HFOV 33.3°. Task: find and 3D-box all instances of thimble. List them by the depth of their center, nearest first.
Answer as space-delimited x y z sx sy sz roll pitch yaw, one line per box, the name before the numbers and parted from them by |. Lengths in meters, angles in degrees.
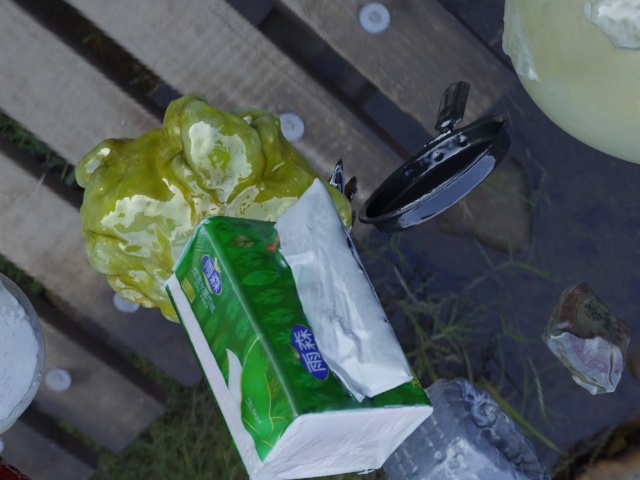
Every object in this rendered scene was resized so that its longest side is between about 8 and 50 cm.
thimble | 0.203 0.327 1.553 0.172 0.236 0.205 -44 144 14

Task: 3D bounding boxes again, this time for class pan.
pan | 0.101 -0.074 0.859 0.136 0.235 0.028 -30 108 28

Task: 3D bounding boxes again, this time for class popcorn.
popcorn | -0.158 -0.030 1.422 0.334 0.292 0.293 -34 72 21

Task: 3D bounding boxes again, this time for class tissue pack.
tissue pack | -0.011 0.071 0.890 0.148 0.209 0.156 2 137 -38

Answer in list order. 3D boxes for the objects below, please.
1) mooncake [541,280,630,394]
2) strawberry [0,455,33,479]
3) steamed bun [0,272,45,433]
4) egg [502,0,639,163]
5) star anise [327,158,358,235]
mooncake | 0.379 0.136 1.512 0.130 0.125 0.073 41 134 -13
strawberry | -0.406 0.289 1.071 0.345 0.317 0.295 13 88 -21
steamed bun | -0.595 0.176 1.682 0.309 0.309 0.309 -2 116 -3
egg | 0.173 -0.108 0.433 0.202 0.164 0.164 -18 118 29
star anise | 0.000 0.000 1.748 0.102 0.272 0.272 38 113 21
